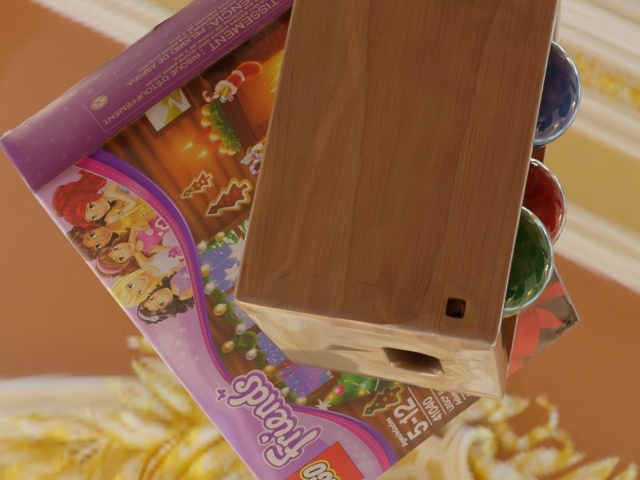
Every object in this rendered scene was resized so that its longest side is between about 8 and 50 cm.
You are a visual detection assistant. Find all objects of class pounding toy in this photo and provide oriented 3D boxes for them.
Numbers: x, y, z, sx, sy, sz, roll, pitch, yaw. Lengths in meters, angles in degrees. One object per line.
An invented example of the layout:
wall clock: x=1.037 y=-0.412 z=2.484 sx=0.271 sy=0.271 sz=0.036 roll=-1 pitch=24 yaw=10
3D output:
pounding toy: x=0.048 y=-0.052 z=0.584 sx=0.094 sy=0.181 sz=0.206 roll=9 pitch=-102 yaw=10

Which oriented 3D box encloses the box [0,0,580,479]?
box: x=0.000 y=0.000 z=0.821 sx=0.201 sy=0.293 sz=0.057 roll=-37 pitch=-138 yaw=-5
